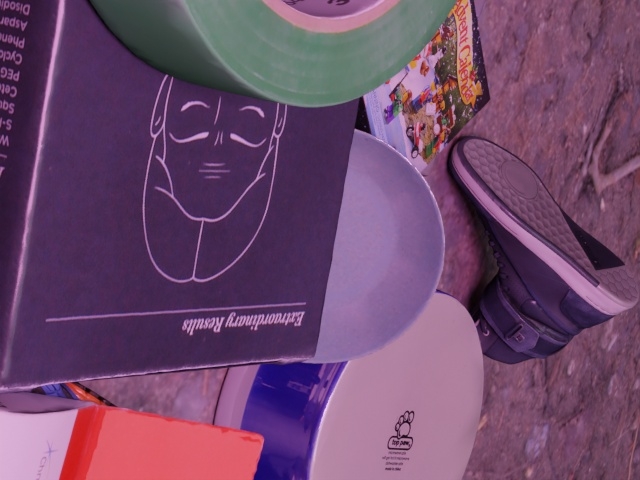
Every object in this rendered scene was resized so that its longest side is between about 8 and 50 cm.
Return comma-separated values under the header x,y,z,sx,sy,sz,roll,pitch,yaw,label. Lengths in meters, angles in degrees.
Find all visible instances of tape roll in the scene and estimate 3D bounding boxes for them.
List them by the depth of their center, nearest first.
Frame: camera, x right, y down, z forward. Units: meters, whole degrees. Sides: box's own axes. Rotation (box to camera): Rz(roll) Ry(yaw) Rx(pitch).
x,y,z,sx,sy,sz,roll,pitch,yaw,label
-0.010,-0.235,0.936,0.321,0.077,0.321,-25,123,-48,tape roll

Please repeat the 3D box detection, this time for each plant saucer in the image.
x,y,z,sx,sy,sz,roll,pitch,yaw,label
0.000,0.000,1.360,0.037,0.195,0.195,-83,179,-75,plant saucer

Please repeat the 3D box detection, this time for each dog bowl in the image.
x,y,z,sx,sy,sz,roll,pitch,yaw,label
0.029,0.156,1.496,0.265,0.104,0.265,-27,125,-47,dog bowl

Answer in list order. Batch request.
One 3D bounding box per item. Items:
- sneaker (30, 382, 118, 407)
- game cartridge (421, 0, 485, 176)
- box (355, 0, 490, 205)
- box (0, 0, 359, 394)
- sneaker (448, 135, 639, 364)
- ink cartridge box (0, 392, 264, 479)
x,y,z,sx,sy,sz,roll,pitch,yaw,label
-0.214,0.112,1.163,0.087,0.083,0.221,-58,140,-9,sneaker
0.016,-0.200,1.376,0.355,0.068,0.230,20,83,-55,game cartridge
0.060,-0.167,1.362,0.159,0.044,0.233,-45,137,-34,box
-0.133,-0.130,1.057,0.293,0.212,0.395,0,102,-55,box
0.169,0.019,1.658,0.226,0.163,0.086,45,40,-8,sneaker
-0.217,0.248,1.082,0.385,0.091,0.308,14,93,-32,ink cartridge box
